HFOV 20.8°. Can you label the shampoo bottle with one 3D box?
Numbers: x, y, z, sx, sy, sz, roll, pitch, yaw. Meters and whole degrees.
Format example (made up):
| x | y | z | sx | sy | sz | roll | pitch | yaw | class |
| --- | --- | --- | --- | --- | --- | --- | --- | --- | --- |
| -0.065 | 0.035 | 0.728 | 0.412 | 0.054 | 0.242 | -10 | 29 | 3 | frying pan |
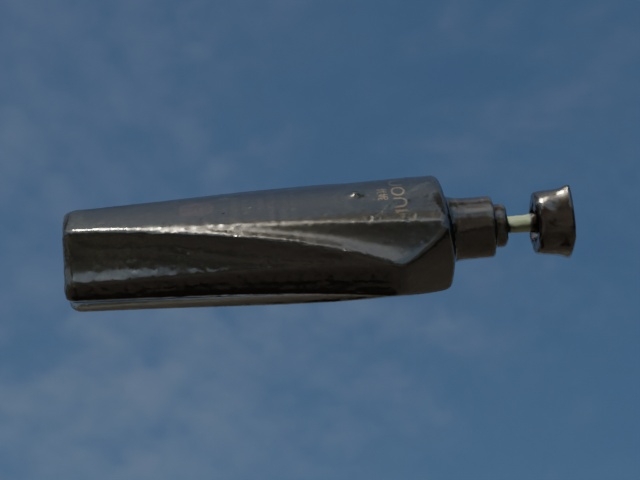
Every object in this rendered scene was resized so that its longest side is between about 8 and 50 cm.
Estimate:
| x | y | z | sx | sy | sz | roll | pitch | yaw | class |
| --- | --- | --- | --- | --- | --- | --- | --- | --- | --- |
| 0.000 | 0.000 | 0.471 | 0.137 | 0.048 | 0.027 | -5 | -59 | -2 | shampoo bottle |
